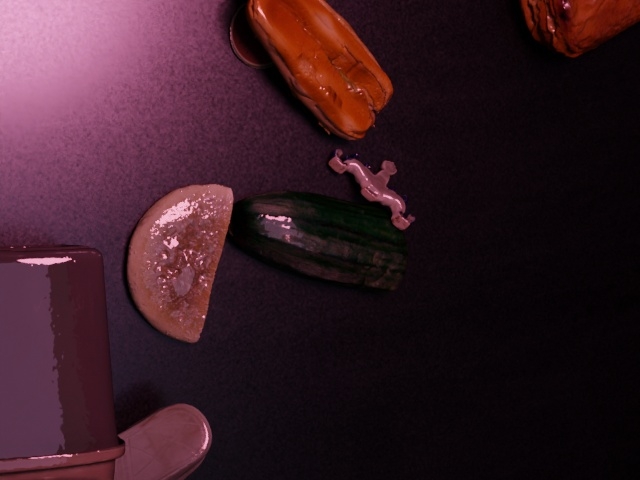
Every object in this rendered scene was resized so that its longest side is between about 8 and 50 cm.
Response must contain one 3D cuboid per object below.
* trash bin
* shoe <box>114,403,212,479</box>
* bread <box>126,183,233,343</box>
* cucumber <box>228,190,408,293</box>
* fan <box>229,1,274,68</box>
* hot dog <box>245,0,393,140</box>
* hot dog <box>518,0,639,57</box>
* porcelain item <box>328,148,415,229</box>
[{"bbox_3d":[-0.318,0.150,1.259,0.209,0.182,0.290,-2,91,-24],"label":"trash bin"},{"bbox_3d":[-0.228,0.287,1.381,0.251,0.103,0.100,-37,156,-8],"label":"shoe"},{"bbox_3d":[-0.171,0.019,1.410,0.112,0.036,0.193,15,87,-29],"label":"bread"},{"bbox_3d":[0.000,0.000,1.495,0.244,0.063,0.115,9,90,-29],"label":"cucumber"},{"bbox_3d":[-0.058,-0.269,1.461,0.085,0.005,0.133,45,74,-27],"label":"fan"},{"bbox_3d":[-0.007,-0.227,1.455,0.109,0.072,0.269,-52,122,-15],"label":"hot dog"},{"bbox_3d":[0.383,-0.365,1.644,0.272,0.122,0.196,-32,112,-28],"label":"hot dog"},{"bbox_3d":[0.076,-0.079,1.539,0.136,0.021,0.075,42,47,-4],"label":"porcelain item"}]
